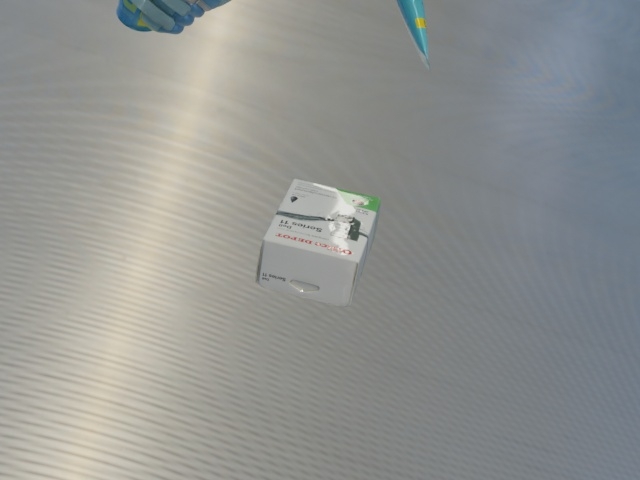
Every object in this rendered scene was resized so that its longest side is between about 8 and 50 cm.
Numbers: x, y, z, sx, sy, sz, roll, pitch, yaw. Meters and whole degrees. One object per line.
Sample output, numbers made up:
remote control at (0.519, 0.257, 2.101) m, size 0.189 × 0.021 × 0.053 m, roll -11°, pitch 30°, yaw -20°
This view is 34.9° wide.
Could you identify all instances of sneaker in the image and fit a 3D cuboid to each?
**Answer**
sneaker at (-0.198, -0.381, 1.318) m, size 0.208 × 0.319 × 0.127 m, roll -38°, pitch 64°, yaw -5°

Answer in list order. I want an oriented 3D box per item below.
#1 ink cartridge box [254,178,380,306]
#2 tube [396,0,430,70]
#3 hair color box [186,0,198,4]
ink cartridge box at (0.000, 0.000, 1.579) m, size 0.153 × 0.086 × 0.208 m, roll 13°, pitch 32°, yaw 5°
tube at (0.142, -0.374, 1.610) m, size 0.080 × 0.052 × 0.207 m, roll 13°, pitch 62°, yaw -75°
hair color box at (-0.192, -0.422, 0.953) m, size 0.374 × 0.185 × 0.113 m, roll 43°, pitch 10°, yaw -15°
